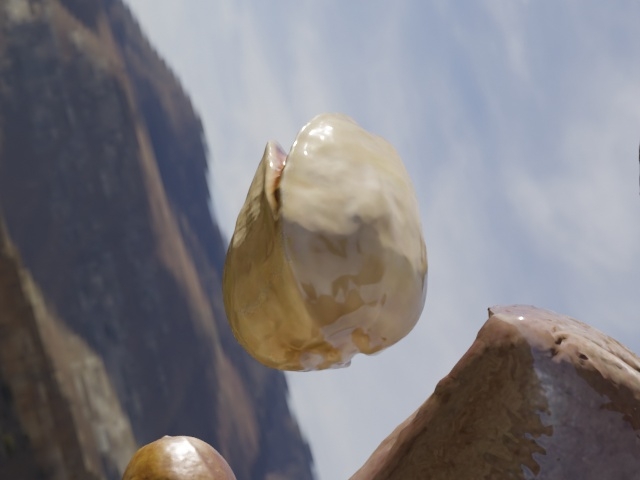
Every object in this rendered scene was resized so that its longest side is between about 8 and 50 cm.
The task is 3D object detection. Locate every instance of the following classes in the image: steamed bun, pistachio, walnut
[{"bbox_3d":[0.130,0.194,0.889,0.199,0.251,0.301,39,-9,30],"label":"steamed bun"},{"bbox_3d":[0.000,0.000,1.228,0.229,0.157,0.157,-90,173,-48],"label":"pistachio"},{"bbox_3d":[-0.100,0.241,1.269,0.116,0.116,0.207,83,-8,-50],"label":"walnut"}]

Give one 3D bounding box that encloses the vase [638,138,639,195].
[{"bbox_3d":[0.368,-0.108,0.864,0.250,0.445,0.250,41,-24,23],"label":"vase"}]
